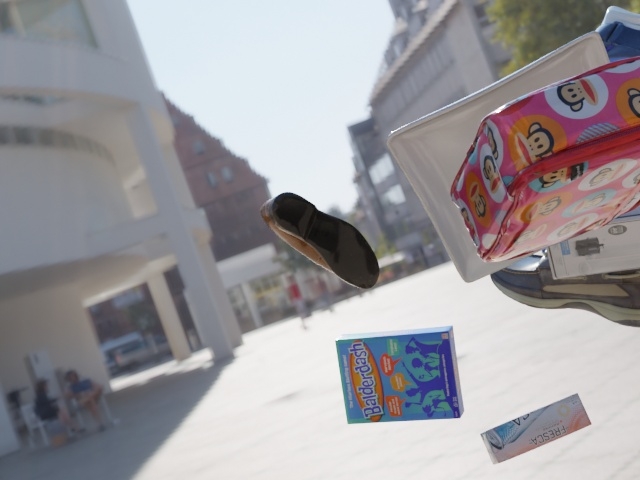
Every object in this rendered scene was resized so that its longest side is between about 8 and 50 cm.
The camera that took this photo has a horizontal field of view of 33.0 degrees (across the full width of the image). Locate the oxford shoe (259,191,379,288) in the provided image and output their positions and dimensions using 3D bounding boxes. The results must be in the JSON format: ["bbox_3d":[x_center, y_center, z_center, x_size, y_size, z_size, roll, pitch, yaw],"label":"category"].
[{"bbox_3d":[0.000,0.000,1.613,0.076,0.212,0.076,-12,43,61],"label":"oxford shoe"}]

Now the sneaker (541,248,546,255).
[{"bbox_3d":[0.505,-0.066,2.096,0.112,0.131,0.297,-41,26,50],"label":"sneaker"}]

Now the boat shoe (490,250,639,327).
[{"bbox_3d":[0.460,0.049,1.904,0.355,0.130,0.132,10,27,39],"label":"boat shoe"}]

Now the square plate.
[{"bbox_3d":[0.318,-0.124,1.698,0.347,0.344,0.049,-26,38,9],"label":"square plate"}]

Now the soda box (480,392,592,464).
[{"bbox_3d":[0.377,0.330,1.897,0.183,0.063,0.058,-21,-13,-8],"label":"soda box"}]

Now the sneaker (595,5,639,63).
[{"bbox_3d":[0.453,-0.281,1.830,0.322,0.236,0.130,-7,-37,26],"label":"sneaker"}]

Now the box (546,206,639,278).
[{"bbox_3d":[0.481,-0.032,1.620,0.289,0.087,0.169,-8,-30,13],"label":"box"}]

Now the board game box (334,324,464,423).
[{"bbox_3d":[0.140,0.241,1.927,0.210,0.160,0.047,-7,7,19],"label":"board game box"}]

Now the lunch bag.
[{"bbox_3d":[0.295,-0.092,1.219,0.258,0.120,0.293,-19,-18,-10],"label":"lunch bag"}]
